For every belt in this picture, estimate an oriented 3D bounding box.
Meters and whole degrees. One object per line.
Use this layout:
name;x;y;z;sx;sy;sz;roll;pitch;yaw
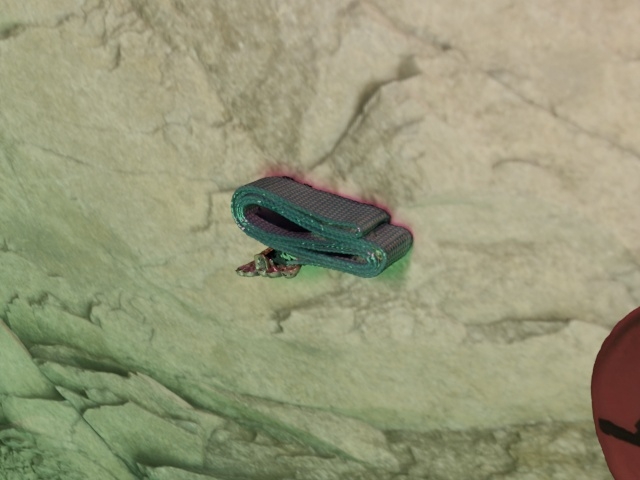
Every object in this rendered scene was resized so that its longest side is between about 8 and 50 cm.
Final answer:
belt;-0.003;0.002;0.874;0.179;0.065;0.100;18;123;36

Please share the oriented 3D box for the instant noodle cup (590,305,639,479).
instant noodle cup;0.293;0.072;0.530;0.234;0.178;0.235;27;139;27
